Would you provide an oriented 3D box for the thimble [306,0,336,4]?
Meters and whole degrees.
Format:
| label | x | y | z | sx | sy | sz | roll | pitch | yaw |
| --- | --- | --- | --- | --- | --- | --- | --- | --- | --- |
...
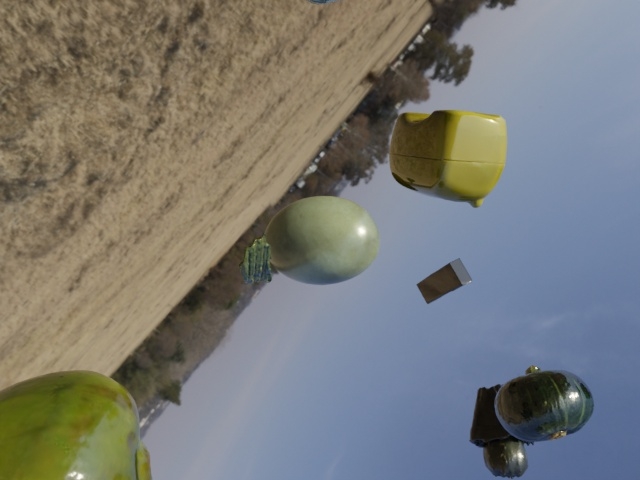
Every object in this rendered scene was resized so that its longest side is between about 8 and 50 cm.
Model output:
| label | x | y | z | sx | sy | sz | roll | pitch | yaw |
| --- | --- | --- | --- | --- | --- | --- | --- | --- | --- |
| thimble | 0.005 | -0.347 | 0.457 | 0.211 | 0.185 | 0.149 | -24 | -179 | 5 |

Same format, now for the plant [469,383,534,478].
| label | x | y | z | sx | sy | sz | roll | pitch | yaw |
| --- | --- | --- | --- | --- | --- | --- | --- | --- | --- |
| plant | 0.531 | 0.559 | 1.412 | 0.164 | 0.142 | 0.256 | -20 | -132 | 32 |

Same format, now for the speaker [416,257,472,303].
| label | x | y | z | sx | sy | sz | roll | pitch | yaw |
| --- | --- | --- | --- | --- | --- | --- | --- | --- | --- |
| speaker | 0.387 | 0.134 | 1.523 | 0.044 | 0.082 | 0.218 | -22 | 165 | -25 |

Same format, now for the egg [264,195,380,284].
| label | x | y | z | sx | sy | sz | roll | pitch | yaw |
| --- | --- | --- | --- | --- | --- | --- | --- | --- | --- |
| egg | 0.000 | 0.000 | 1.392 | 0.352 | 0.258 | 0.258 | 3 | -142 | 28 |

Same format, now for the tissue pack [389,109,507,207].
| label | x | y | z | sx | sy | sz | roll | pitch | yaw |
| --- | --- | --- | --- | --- | --- | --- | --- | --- | --- |
| tissue pack | 0.175 | -0.119 | 0.690 | 0.178 | 0.123 | 0.127 | -143 | -123 | -70 |

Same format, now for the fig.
| label | x | y | z | sx | sy | sz | roll | pitch | yaw |
| --- | --- | --- | --- | --- | --- | --- | --- | --- | --- |
| fig | -0.253 | 0.216 | 0.387 | 0.225 | 0.203 | 0.203 | -8 | 175 | -15 |

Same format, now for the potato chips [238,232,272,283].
| label | x | y | z | sx | sy | sz | roll | pitch | yaw |
| --- | --- | --- | --- | --- | --- | --- | --- | --- | --- |
| potato chips | -0.150 | 0.061 | 1.116 | 0.092 | 0.028 | 0.207 | -37 | 157 | -25 |

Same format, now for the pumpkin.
| label | x | y | z | sx | sy | sz | roll | pitch | yaw |
| --- | --- | --- | --- | --- | --- | --- | --- | --- | --- |
| pumpkin | 0.400 | 0.294 | 0.868 | 0.167 | 0.167 | 0.125 | -48 | -144 | 24 |
